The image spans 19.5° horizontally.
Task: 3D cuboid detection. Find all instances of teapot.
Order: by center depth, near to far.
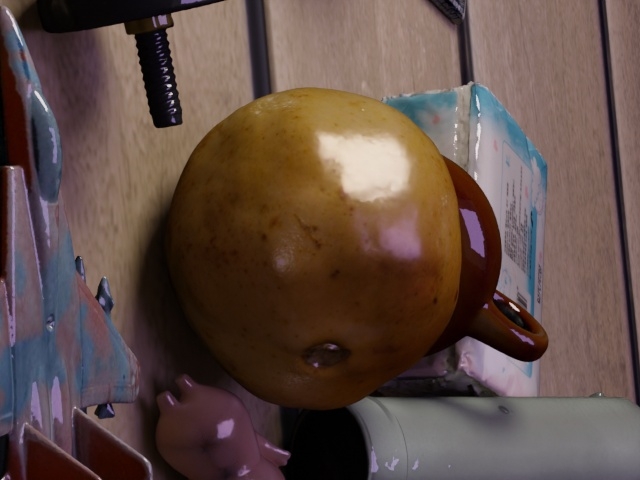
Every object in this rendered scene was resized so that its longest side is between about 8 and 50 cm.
[{"bbox_3d":[0.080,0.015,1.516,0.252,0.178,0.135,34,23,1],"label":"teapot"}]

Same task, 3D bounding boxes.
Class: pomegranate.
[{"bbox_3d":[-0.001,0.005,1.349,0.233,0.233,0.233,19,68,-60],"label":"pomegranate"}]

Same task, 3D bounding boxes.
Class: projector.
[{"bbox_3d":[0.134,0.181,1.557,0.337,0.108,0.108,4,81,-38],"label":"projector"}]

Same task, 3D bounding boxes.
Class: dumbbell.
[{"bbox_3d":[-0.131,-0.234,1.226,0.143,0.143,0.325,-29,110,-60],"label":"dumbbell"}]

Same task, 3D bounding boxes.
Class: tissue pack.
[{"bbox_3d":[0.124,0.019,1.678,0.201,0.124,0.271,35,53,-55],"label":"tissue pack"}]

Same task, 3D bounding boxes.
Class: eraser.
[{"bbox_3d":[0.122,-0.244,1.835,0.099,0.019,0.027,34,55,-54],"label":"eraser"}]

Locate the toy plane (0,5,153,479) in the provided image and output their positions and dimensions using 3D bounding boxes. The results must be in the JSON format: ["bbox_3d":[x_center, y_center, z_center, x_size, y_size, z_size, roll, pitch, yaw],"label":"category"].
[{"bbox_3d":[-0.184,0.025,1.124,0.223,0.104,0.326,-13,93,-63],"label":"toy plane"}]

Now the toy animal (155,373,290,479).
[{"bbox_3d":[-0.072,0.165,1.329,0.150,0.083,0.089,61,11,-8],"label":"toy animal"}]
